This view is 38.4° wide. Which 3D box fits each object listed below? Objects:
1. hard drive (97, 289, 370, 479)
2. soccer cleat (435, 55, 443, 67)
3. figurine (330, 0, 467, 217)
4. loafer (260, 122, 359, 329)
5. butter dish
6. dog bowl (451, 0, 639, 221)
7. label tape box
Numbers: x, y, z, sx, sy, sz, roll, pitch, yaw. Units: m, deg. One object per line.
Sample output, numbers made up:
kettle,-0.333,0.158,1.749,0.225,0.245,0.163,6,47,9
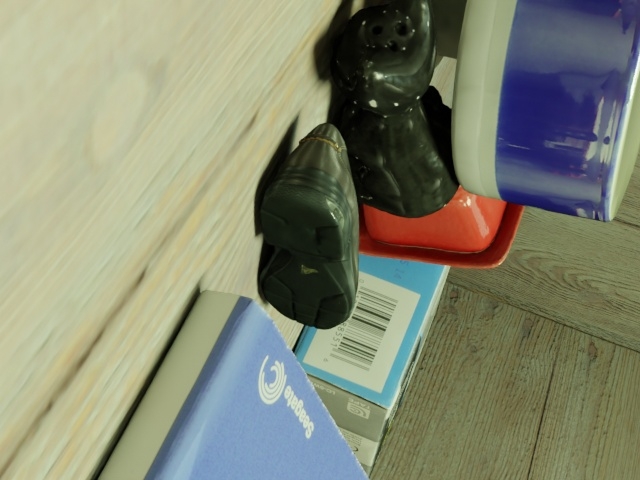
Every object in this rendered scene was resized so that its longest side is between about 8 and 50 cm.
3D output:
hard drive,-0.070,0.213,0.425,0.318,0.040,0.210,-64,146,-32
soccer cleat,0.124,-0.225,0.747,0.068,0.076,0.196,-22,132,-78
figurine,0.071,-0.145,0.597,0.209,0.092,0.215,66,44,-72
loafer,0.000,0.000,0.556,0.170,0.062,0.061,98,10,-60
butter dish,0.102,-0.068,0.833,0.160,0.160,0.118,-66,148,-29
dog bowl,0.181,-0.149,0.628,0.265,0.104,0.265,16,90,-71
label tape box,0.052,0.122,0.996,0.333,0.106,0.240,95,18,-58
